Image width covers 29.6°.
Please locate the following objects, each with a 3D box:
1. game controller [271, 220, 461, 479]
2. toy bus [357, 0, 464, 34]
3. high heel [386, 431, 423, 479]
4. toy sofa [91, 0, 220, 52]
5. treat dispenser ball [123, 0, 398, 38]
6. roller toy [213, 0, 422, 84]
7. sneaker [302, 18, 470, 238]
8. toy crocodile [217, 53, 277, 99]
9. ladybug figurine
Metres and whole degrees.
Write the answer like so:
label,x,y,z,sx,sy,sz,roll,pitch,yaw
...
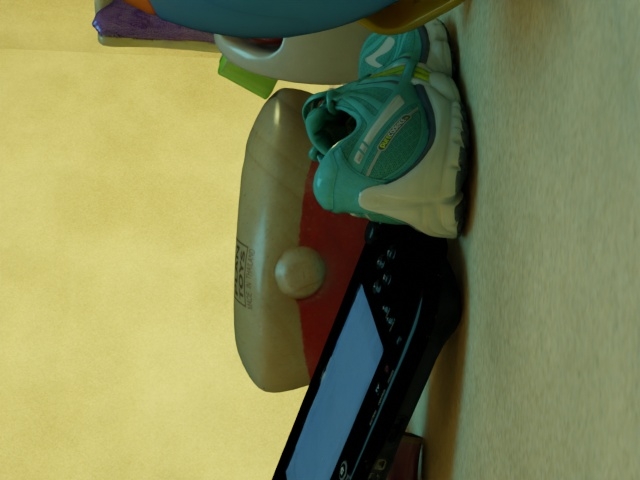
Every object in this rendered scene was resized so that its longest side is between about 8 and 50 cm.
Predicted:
label,x,y,z,sx,sy,sz,roll,pitch,yaw
game controller,0.020,0.131,0.885,0.166,0.067,0.319,-87,16,-68
toy bus,0.052,-0.244,0.840,0.202,0.104,0.191,-57,39,7
high heel,0.040,0.217,1.050,0.244,0.082,0.117,167,115,-75
toy sofa,-0.091,-0.321,1.453,0.177,0.362,0.150,-78,-6,-58
treat dispenser ball,-0.031,-0.246,0.601,0.288,0.288,0.288,-178,90,-88
roller toy,-0.001,-0.234,1.093,0.209,0.191,0.146,-92,5,-63
sneaker,0.042,-0.094,0.870,0.275,0.110,0.107,-90,2,-63
toy crocodile,0.000,-0.307,1.257,0.340,0.115,0.105,-59,20,-1
ladybug figurine,0.000,0.000,1.237,0.449,0.162,0.305,-94,7,-78
